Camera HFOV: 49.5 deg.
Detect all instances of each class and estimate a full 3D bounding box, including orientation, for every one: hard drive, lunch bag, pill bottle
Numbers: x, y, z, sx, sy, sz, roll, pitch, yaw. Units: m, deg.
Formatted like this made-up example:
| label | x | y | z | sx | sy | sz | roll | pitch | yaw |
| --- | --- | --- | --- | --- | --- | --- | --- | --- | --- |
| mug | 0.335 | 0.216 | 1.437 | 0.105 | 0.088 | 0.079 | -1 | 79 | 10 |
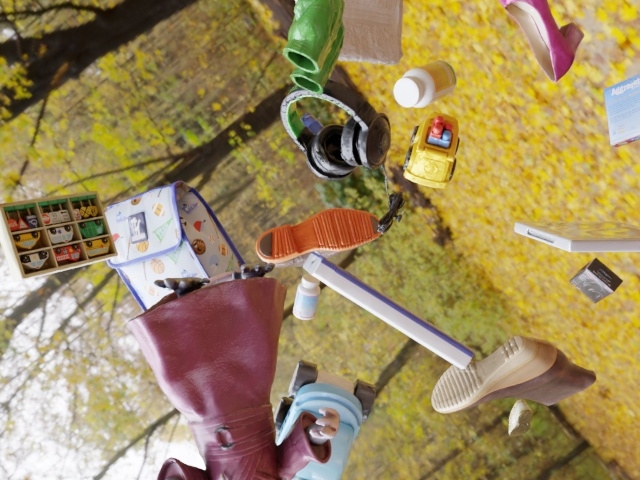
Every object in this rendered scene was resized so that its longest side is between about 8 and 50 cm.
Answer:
| label | x | y | z | sx | sy | sz | roll | pitch | yaw |
| --- | --- | --- | --- | --- | --- | --- | --- | --- | --- |
| hard drive | 0.118 | 0.125 | 1.304 | 0.318 | 0.040 | 0.210 | 32 | 178 | -6 |
| lunch bag | -0.472 | 0.026 | 2.152 | 0.386 | 0.327 | 0.239 | 64 | -151 | -20 |
| pill bottle | 0.312 | -0.466 | 2.081 | 0.208 | 0.117 | 0.118 | -31 | -100 | -43 |
| pill bottle | -0.049 | 0.211 | 2.607 | 0.087 | 0.160 | 0.087 | 10 | -154 | -5 |
| lunch bag | -0.029 | -0.348 | 2.161 | 0.098 | 0.067 | 0.065 | 44 | -172 | -41 |

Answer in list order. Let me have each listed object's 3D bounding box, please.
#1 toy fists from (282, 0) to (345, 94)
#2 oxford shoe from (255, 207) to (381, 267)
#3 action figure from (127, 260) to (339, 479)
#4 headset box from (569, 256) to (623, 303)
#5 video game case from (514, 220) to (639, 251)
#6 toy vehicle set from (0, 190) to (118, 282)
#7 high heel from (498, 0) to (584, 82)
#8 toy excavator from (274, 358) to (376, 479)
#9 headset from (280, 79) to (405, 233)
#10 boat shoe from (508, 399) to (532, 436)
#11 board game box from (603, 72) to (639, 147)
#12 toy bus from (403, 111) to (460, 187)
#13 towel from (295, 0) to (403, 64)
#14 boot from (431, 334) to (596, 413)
| label | x | y | z | sx | sy | sz | roll | pitch | yaw |
| --- | --- | --- | --- | --- | --- | --- | --- | --- | --- |
| toy fists | -0.011 | -0.388 | 1.337 | 0.096 | 0.142 | 0.279 | 25 | 178 | 5 |
| oxford shoe | 0.000 | 0.000 | 2.014 | 0.133 | 0.363 | 0.130 | 73 | -173 | -65 |
| action figure | -0.123 | 0.222 | 0.857 | 0.275 | 0.247 | 0.371 | 167 | 93 | -76 |
| headset box | 0.488 | 0.070 | 1.226 | 0.062 | 0.032 | 0.083 | 43 | 163 | 11 |
| video game case | 0.737 | -0.014 | 1.855 | 0.300 | 0.328 | 0.036 | -136 | 47 | -75 |
| toy vehicle set | -0.589 | -0.016 | 1.557 | 0.266 | 0.035 | 0.166 | -19 | -90 | -58 |
| high heel | 0.421 | -0.432 | 1.411 | 0.244 | 0.117 | 0.082 | 33 | 171 | -18 |
| toy excavator | -0.042 | 0.594 | 1.759 | 0.222 | 0.433 | 0.445 | 21 | -152 | -3 |
| headset | 0.062 | -0.198 | 1.621 | 0.394 | 0.185 | 0.243 | 43 | 150 | -25 |
| boat shoe | 0.489 | 0.437 | 1.705 | 0.135 | 0.050 | 0.045 | 93 | 171 | -48 |
| board game box | 0.750 | -0.315 | 1.499 | 0.027 | 0.281 | 0.145 | 9 | -107 | -33 |
| toy bus | 0.342 | -0.299 | 2.031 | 0.149 | 0.220 | 0.211 | 15 | 148 | 5 |
| towel | 0.068 | -0.501 | 1.580 | 0.049 | 0.282 | 0.187 | 11 | 103 | 62 |
| boot | 0.353 | 0.275 | 1.273 | 0.206 | 0.248 | 0.090 | 29 | -143 | -28 |
